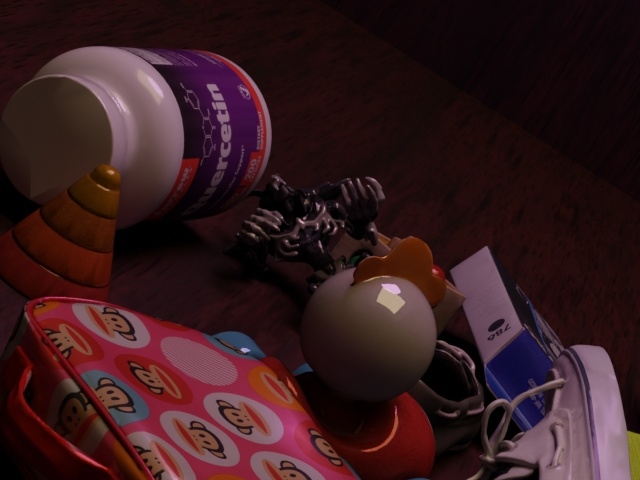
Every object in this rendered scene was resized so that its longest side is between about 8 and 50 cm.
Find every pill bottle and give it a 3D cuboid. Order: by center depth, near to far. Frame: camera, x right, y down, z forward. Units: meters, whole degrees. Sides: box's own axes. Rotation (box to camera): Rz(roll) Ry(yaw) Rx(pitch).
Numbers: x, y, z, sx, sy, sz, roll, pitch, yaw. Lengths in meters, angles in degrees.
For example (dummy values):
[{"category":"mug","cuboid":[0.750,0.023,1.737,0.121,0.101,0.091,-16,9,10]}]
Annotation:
[{"category":"pill bottle","cuboid":[-0.186,-0.103,1.942,0.181,0.181,0.323,36,16,15]}]

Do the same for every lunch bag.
[{"category":"lunch bag","cuboid":[-0.113,0.159,1.388,0.258,0.120,0.293,17,22,-42]}]

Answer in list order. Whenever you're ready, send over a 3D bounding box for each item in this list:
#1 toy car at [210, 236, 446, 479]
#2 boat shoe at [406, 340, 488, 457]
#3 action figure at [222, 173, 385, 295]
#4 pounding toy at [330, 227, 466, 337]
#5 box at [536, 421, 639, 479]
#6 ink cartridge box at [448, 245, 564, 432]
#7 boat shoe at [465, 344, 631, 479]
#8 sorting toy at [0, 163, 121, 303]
[{"category":"toy car","cuboid":[0.042,0.108,1.620,0.210,0.238,0.219,19,20,-38]},{"category":"boat shoe","cuboid":[0.112,0.147,1.902,0.112,0.095,0.335,34,16,9]},{"category":"action figure","cuboid":[0.000,0.000,2.030,0.276,0.164,0.141,50,-20,34]},{"category":"pounding toy","cuboid":[0.083,0.035,2.136,0.141,0.100,0.130,29,9,-41]},{"category":"box","cuboid":[0.289,0.240,1.981,0.178,0.042,0.109,19,48,-41]},{"category":"ink cartridge box","cuboid":[0.228,0.135,2.126,0.165,0.065,0.333,52,10,-19]},{"category":"boat shoe","cuboid":[0.197,0.220,1.768,0.156,0.136,0.367,1,35,2]},{"category":"sorting toy","cuboid":[-0.298,-0.038,1.634,0.365,0.126,0.127,17,21,-45]}]
